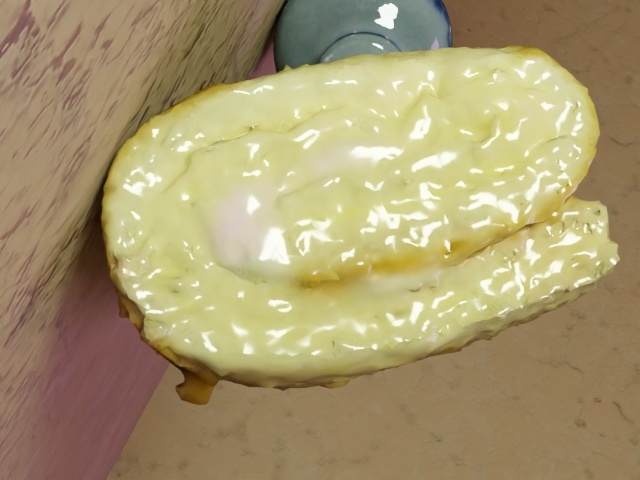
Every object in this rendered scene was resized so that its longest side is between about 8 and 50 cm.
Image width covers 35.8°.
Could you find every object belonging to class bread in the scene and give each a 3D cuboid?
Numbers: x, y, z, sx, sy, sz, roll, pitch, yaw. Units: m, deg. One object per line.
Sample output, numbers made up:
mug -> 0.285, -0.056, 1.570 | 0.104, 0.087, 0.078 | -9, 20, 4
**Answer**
bread -> 0.000, 0.000, 0.600 | 0.375, 0.237, 0.165 | 158, -82, -83

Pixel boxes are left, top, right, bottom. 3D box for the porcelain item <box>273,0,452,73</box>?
porcelain item -> 0.034, -0.177, 0.822 | 0.259, 0.141, 0.141 | -87, -157, -60
